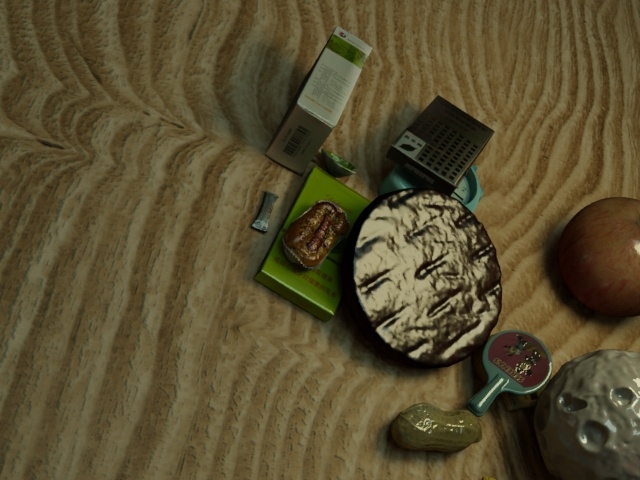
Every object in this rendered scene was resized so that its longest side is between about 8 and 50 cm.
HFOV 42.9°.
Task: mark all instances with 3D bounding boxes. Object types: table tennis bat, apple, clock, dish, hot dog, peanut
[{"bbox_3d":[0.403,0.292,1.776,0.153,0.040,0.244,39,62,21],"label":"table tennis bat"},{"bbox_3d":[0.779,0.033,2.067,0.344,0.269,0.345,10,63,-20],"label":"apple"},{"bbox_3d":[0.290,-0.136,2.022,0.223,0.094,0.274,43,49,0],"label":"clock"},{"bbox_3d":[0.040,-0.170,1.912,0.091,0.039,0.137,26,13,-18],"label":"dish"},{"bbox_3d":[-0.009,-0.016,1.748,0.108,0.059,0.191,45,49,-4],"label":"hot dog"},{"bbox_3d":[0.242,0.389,1.683,0.214,0.090,0.098,12,28,-24],"label":"peanut"}]

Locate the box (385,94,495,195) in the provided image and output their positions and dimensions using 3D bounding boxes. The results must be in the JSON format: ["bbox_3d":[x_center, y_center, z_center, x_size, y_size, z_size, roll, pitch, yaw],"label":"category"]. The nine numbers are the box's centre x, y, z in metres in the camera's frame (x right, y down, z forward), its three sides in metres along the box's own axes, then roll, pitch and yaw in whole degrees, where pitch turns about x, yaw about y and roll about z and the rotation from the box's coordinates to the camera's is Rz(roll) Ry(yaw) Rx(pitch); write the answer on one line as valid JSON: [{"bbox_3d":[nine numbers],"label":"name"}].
[{"bbox_3d":[0.300,-0.237,1.993,0.180,0.047,0.325,34,40,6],"label":"box"}]

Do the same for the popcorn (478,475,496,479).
[{"bbox_3d":[0.349,0.532,1.669,0.084,0.084,0.084,14,57,-22],"label":"popcorn"}]

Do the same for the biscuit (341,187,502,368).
[{"bbox_3d":[0.224,0.083,1.810,0.407,0.091,0.407,7,73,-25],"label":"biscuit"}]

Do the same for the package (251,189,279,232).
[{"bbox_3d":[-0.120,-0.066,1.799,0.037,0.015,0.110,27,54,-13],"label":"package"}]

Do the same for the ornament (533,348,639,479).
[{"bbox_3d":[0.616,0.393,1.732,0.337,0.337,0.337,14,57,-22],"label":"ornament"}]

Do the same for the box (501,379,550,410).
[{"bbox_3d":[0.479,0.350,1.880,0.149,0.020,0.073,0,61,-29],"label":"box"}]

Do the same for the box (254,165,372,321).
[{"bbox_3d":[0.000,0.000,1.808,0.187,0.047,0.335,32,52,-8],"label":"box"}]

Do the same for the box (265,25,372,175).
[{"bbox_3d":[-0.004,-0.327,1.901,0.106,0.200,0.299,29,52,-9],"label":"box"}]

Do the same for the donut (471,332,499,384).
[{"bbox_3d":[0.424,0.273,1.852,0.152,0.058,0.152,8,52,-11],"label":"donut"}]
